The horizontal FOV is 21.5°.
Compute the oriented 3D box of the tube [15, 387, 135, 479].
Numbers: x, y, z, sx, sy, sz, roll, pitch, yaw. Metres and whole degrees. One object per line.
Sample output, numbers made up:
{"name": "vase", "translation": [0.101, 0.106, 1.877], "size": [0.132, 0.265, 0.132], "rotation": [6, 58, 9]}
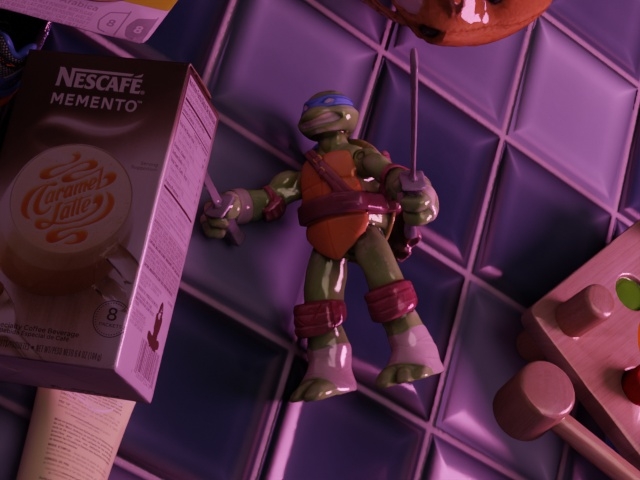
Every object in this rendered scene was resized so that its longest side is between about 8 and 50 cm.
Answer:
{"name": "tube", "translation": [-0.203, 0.200, 1.300], "size": [0.070, 0.062, 0.240], "rotation": [76, 22, -56]}

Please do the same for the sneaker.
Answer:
{"name": "sneaker", "translation": [-0.241, -0.216, 1.377], "size": [0.083, 0.087, 0.221], "rotation": [19, 65, -33]}

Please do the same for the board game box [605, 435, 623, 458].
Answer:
{"name": "board game box", "translation": [0.345, 0.226, 1.728], "size": [0.133, 0.033, 0.169], "rotation": [-28, 86, -39]}

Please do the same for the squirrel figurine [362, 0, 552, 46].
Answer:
{"name": "squirrel figurine", "translation": [0.133, -0.392, 1.612], "size": [0.370, 0.281, 0.397], "rotation": [54, 54, -20]}

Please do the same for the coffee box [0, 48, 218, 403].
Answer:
{"name": "coffee box", "translation": [-0.178, -0.013, 1.297], "size": [0.098, 0.141, 0.247], "rotation": [61, 38, -66]}

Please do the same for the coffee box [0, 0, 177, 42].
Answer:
{"name": "coffee box", "translation": [-0.220, -0.407, 1.234], "size": [0.337, 0.334, 0.338], "rotation": [11, 52, -33]}

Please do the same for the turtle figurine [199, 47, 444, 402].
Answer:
{"name": "turtle figurine", "translation": [0.000, 0.000, 1.431], "size": [0.197, 0.274, 0.266], "rotation": [-12, 87, -5]}

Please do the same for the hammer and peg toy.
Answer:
{"name": "hammer and peg toy", "translation": [0.316, 0.144, 1.643], "size": [0.361, 0.127, 0.266], "rotation": [-35, 85, -39]}
